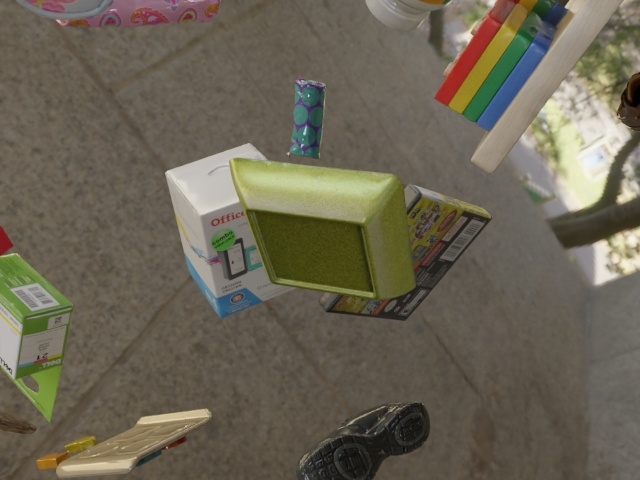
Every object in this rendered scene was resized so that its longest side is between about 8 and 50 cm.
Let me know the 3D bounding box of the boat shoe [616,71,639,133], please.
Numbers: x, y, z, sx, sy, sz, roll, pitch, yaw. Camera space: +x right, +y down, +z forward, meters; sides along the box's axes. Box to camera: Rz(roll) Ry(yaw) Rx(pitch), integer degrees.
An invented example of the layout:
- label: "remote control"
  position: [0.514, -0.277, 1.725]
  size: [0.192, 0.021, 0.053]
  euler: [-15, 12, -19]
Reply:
- label: "boat shoe"
  position: [0.343, -0.152, 0.823]
  size: [0.060, 0.064, 0.178]
  euler: [23, 2, 0]

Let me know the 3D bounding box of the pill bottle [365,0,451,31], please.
- label: "pill bottle"
  position: [0.138, -0.360, 0.982]
  size: [0.118, 0.208, 0.117]
  euler: [13, 56, -20]

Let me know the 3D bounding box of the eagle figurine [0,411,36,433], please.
- label: "eagle figurine"
  position: [-0.409, 0.302, 0.816]
  size: [0.226, 0.225, 0.298]
  euler: [27, 60, -32]

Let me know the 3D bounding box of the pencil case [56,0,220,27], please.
- label: "pencil case"
  position: [-0.315, -0.425, 1.358]
  size: [0.284, 0.124, 0.124]
  euler: [-10, 72, -30]

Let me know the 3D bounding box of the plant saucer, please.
- label: "plant saucer"
  position: [0.000, 0.000, 0.860]
  size: [0.188, 0.188, 0.045]
  euler: [76, 29, -48]

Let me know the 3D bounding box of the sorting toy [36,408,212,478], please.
- label: "sorting toy"
  position: [-0.381, 0.395, 1.522]
  size: [0.229, 0.307, 0.041]
  euler: [-23, 97, -56]

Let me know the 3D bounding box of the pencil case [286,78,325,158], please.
- label: "pencil case"
  position: [-0.027, -0.236, 1.560]
  size: [0.065, 0.070, 0.151]
  euler: [-3, 108, -28]

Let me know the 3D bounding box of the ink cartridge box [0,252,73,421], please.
- label: "ink cartridge box"
  position: [-0.538, 0.181, 1.394]
  size: [0.189, 0.255, 0.097]
  euler: [33, 28, 31]

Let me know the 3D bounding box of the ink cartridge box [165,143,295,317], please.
- label: "ink cartridge box"
  position: [-0.178, -0.023, 1.673]
  size: [0.197, 0.198, 0.270]
  euler: [47, -28, 46]

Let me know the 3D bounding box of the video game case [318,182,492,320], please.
- label: "video game case"
  position: [0.158, 0.032, 1.453]
  size: [0.248, 0.275, 0.035]
  euler: [12, 32, -49]

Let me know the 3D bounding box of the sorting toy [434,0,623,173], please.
- label: "sorting toy"
  position: [0.217, -0.228, 0.755]
  size: [0.089, 0.257, 0.255]
  euler: [34, 35, 3]

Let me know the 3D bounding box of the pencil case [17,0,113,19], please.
- label: "pencil case"
  position: [-0.262, -0.332, 0.783]
  size: [0.124, 0.114, 0.273]
  euler: [68, 0, -51]

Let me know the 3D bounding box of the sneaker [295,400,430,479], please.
- label: "sneaker"
  position: [0.068, 0.382, 1.493]
  size: [0.286, 0.130, 0.109]
  euler: [-16, 97, -32]

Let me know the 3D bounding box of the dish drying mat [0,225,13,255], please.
- label: "dish drying mat"
  position: [-0.379, 0.017, 0.880]
  size: [0.083, 0.008, 0.032]
  euler: [-46, 126, -39]
